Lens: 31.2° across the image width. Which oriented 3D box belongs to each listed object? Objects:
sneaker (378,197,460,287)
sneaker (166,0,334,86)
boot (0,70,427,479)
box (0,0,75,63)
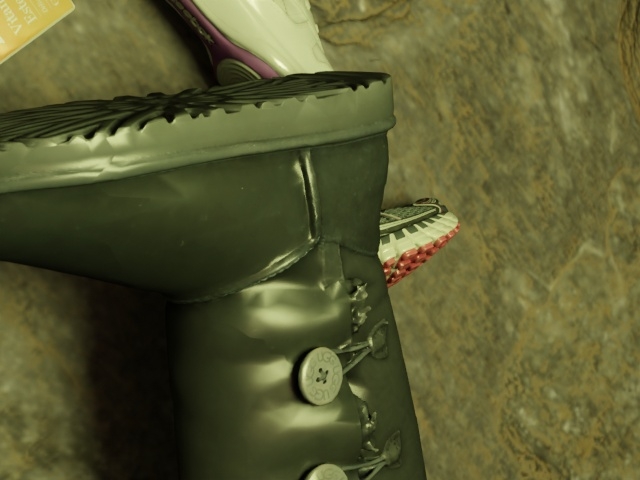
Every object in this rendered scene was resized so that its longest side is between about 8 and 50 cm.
[{"bbox_3d":[0.000,0.000,0.984,0.299,0.121,0.112,-14,71,-40],"label":"sneaker"},{"bbox_3d":[-0.047,-0.208,0.933,0.152,0.114,0.305,-49,117,-20],"label":"sneaker"},{"bbox_3d":[-0.088,0.127,0.786,0.367,0.146,0.445,-11,106,-28],"label":"boot"},{"bbox_3d":[-0.284,-0.163,0.792,0.170,0.091,0.130,-45,116,-24],"label":"box"}]
